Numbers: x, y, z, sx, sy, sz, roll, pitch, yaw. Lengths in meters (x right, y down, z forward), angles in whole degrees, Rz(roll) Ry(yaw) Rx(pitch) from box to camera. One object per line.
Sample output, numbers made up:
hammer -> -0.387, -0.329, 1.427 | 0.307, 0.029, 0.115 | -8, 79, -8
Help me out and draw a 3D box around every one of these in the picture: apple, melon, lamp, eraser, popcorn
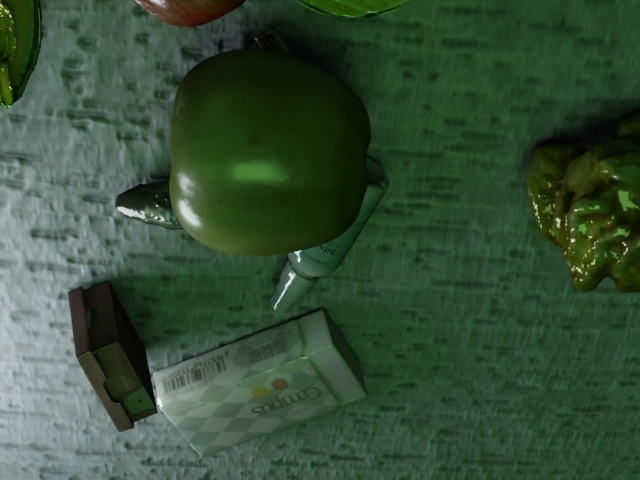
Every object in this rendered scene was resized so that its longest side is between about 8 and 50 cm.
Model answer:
apple -> -0.086, -0.143, 1.852 | 0.357, 0.357, 0.357 | -1, 128, -1
melon -> -0.545, -0.362, 1.811 | 0.169, 0.129, 0.265 | 13, 133, 16
lamp -> -0.243, -0.067, 2.062 | 0.250, 0.101, 0.101 | -2, 128, 6
eraser -> -0.125, 0.297, 2.359 | 0.397, 0.082, 0.213 | -23, 126, 15
popcorn -> 0.495, -0.055, 1.988 | 0.326, 0.290, 0.321 | 35, 128, 7

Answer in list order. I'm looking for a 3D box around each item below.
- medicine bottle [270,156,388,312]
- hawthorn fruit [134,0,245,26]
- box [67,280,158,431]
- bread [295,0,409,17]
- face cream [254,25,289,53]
medicine bottle -> 0.000, 0.000, 2.111 | 0.110, 0.110, 0.352 | 20, 125, -17
hawthorn fruit -> -0.235, -0.449, 1.653 | 0.300, 0.254, 0.254 | 12, 128, -30
box -> -0.399, 0.217, 2.208 | 0.086, 0.215, 0.215 | -21, 126, -2
bread -> 0.056, -0.476, 1.781 | 0.301, 0.045, 0.301 | 0, 129, 1
face cream -> -0.074, -0.318, 1.915 | 0.040, 0.021, 0.083 | -25, 126, 18
